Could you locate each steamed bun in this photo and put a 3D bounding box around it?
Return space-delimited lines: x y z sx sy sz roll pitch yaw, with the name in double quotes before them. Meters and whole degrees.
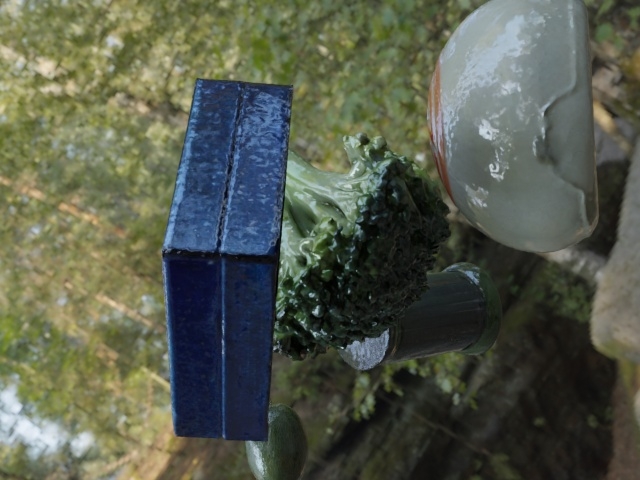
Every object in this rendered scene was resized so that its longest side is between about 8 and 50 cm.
"steamed bun" 0.207 -0.126 1.104 0.283 0.177 0.283 -3 -90 -75

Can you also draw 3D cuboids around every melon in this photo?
"melon" -0.080 0.369 1.837 0.114 0.114 0.167 58 -158 -81

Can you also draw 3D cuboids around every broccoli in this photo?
"broccoli" -0.002 -0.006 1.369 0.293 0.281 0.348 -15 -40 -34

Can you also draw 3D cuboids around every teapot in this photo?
"teapot" 0.166 0.166 2.073 0.337 0.200 0.270 -4 -19 -37

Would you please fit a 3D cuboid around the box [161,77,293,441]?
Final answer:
"box" -0.093 0.021 1.055 0.261 0.116 0.279 -89 3 -46
